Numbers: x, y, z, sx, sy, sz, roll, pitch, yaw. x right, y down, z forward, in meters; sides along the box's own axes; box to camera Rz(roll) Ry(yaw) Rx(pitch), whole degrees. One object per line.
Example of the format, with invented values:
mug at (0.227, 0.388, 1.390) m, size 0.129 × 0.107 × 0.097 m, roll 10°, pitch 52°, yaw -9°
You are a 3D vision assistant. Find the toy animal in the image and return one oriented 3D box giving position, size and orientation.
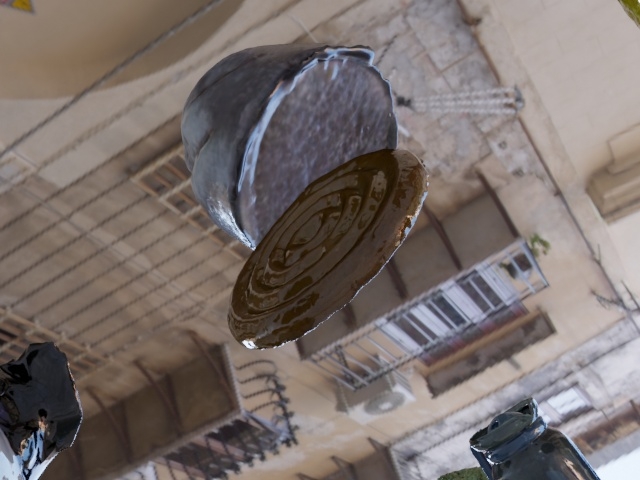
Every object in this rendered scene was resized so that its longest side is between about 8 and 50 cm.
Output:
toy animal at (-0.298, 0.176, 0.703) m, size 0.138 × 0.179 × 0.166 m, roll 24°, pitch -70°, yaw 9°

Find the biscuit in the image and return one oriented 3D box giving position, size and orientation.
biscuit at (0.000, -0.001, 0.868) m, size 0.262 × 0.037 × 0.262 m, roll -39°, pitch -159°, yaw 18°

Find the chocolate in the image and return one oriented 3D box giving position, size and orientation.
chocolate at (-0.067, -0.136, 1.161) m, size 0.213 × 0.303 × 0.303 m, roll 26°, pitch -99°, yaw 36°

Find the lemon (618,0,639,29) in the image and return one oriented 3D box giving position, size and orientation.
lemon at (0.201, -0.162, 0.351) m, size 0.187 × 0.244 × 0.187 m, roll -19°, pitch -163°, yaw 6°

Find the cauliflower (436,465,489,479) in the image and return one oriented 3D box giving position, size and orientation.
cauliflower at (0.277, 0.482, 1.346) m, size 0.272 × 0.275 × 0.250 m, roll -25°, pitch -156°, yaw 43°

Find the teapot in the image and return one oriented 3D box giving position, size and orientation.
teapot at (0.121, 0.129, 0.468) m, size 0.049 × 0.063 × 0.083 m, roll -34°, pitch -100°, yaw -1°
